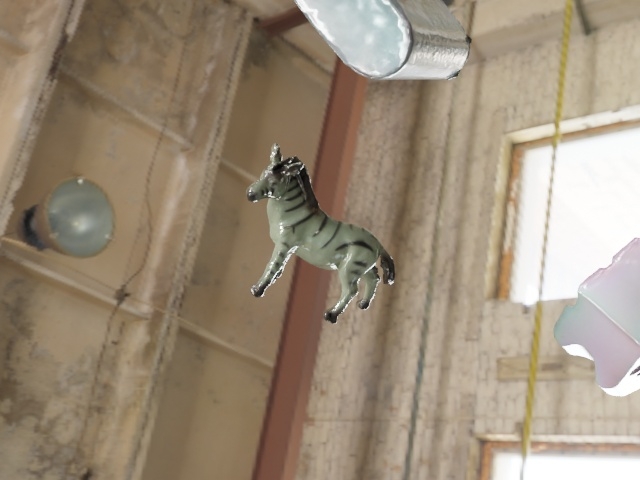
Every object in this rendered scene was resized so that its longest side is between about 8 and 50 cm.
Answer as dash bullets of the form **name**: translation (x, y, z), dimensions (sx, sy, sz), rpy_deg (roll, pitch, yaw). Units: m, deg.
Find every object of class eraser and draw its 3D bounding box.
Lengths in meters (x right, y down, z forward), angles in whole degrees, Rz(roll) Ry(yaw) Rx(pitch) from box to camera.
- **eraser**: translation (0.065, -0.241, 0.966), dimensions (0.174, 0.081, 0.227), rpy_deg (50, -158, 7)

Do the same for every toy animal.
- **toy animal**: translation (-0.001, -0.003, 1.086), dimensions (0.217, 0.176, 0.073), rpy_deg (20, -155, -16)

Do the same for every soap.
- **soap**: translation (0.395, 0.095, 1.140), dimensions (0.109, 0.193, 0.324), rpy_deg (51, -173, 23)
